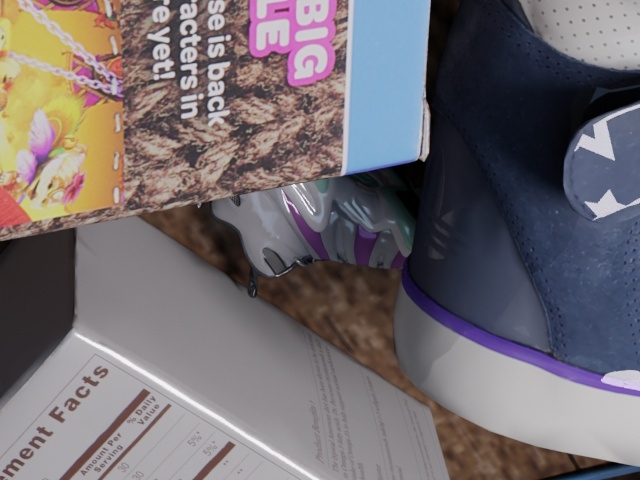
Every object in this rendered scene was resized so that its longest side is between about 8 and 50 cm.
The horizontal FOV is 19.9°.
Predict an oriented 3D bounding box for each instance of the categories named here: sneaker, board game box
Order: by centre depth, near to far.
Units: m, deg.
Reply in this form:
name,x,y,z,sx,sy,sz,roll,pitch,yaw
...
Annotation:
name,x,y,z,sx,sy,sz,roll,pitch,yaw
board game box,-0.124,-0.126,0.465,0.291,0.141,0.232,-11,123,-22
sneaker,0.194,-0.037,0.612,0.323,0.130,0.236,9,114,-18
sneaker,0.000,0.000,0.665,0.098,0.038,0.069,35,112,-14

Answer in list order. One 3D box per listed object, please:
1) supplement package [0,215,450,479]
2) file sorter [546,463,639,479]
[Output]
name,x,y,z,sx,sy,sz,roll,pitch,yaw
supplement package,-0.050,0.081,0.664,0.179,0.105,0.105,35,111,-23
file sorter,0.140,0.179,0.709,0.104,0.170,0.118,-14,121,4
